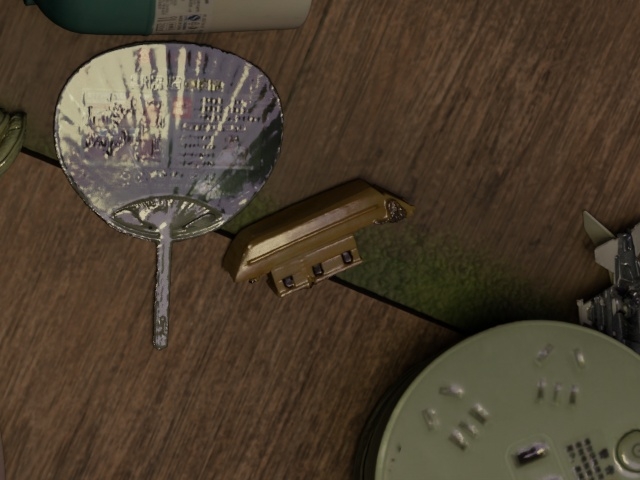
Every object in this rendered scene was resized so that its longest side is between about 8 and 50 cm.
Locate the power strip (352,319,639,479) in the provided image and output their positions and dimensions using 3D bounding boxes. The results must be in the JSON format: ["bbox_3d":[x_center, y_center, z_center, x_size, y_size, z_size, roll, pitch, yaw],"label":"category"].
[{"bbox_3d":[0.196,0.256,1.698,0.357,0.161,0.357,1,81,-7],"label":"power strip"}]

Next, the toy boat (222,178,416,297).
[{"bbox_3d":[0.000,0.000,1.700,0.200,0.057,0.077,-24,113,-9],"label":"toy boat"}]

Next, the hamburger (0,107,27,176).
[{"bbox_3d":[-0.319,-0.077,1.581,0.121,0.084,0.054,-44,108,-3],"label":"hamburger"}]

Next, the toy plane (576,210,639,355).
[{"bbox_3d":[0.332,0.078,1.796,0.160,0.082,0.234,-28,111,-35],"label":"toy plane"}]

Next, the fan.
[{"bbox_3d":[-0.172,-0.066,1.660,0.223,0.012,0.294,30,93,-19],"label":"fan"}]

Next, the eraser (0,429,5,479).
[{"bbox_3d":[-0.388,0.208,1.646,0.204,0.059,0.243,15,99,-18],"label":"eraser"}]

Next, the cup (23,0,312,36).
[{"bbox_3d":[-0.131,-0.302,1.474,0.258,0.289,0.219,-5,71,-13],"label":"cup"}]
